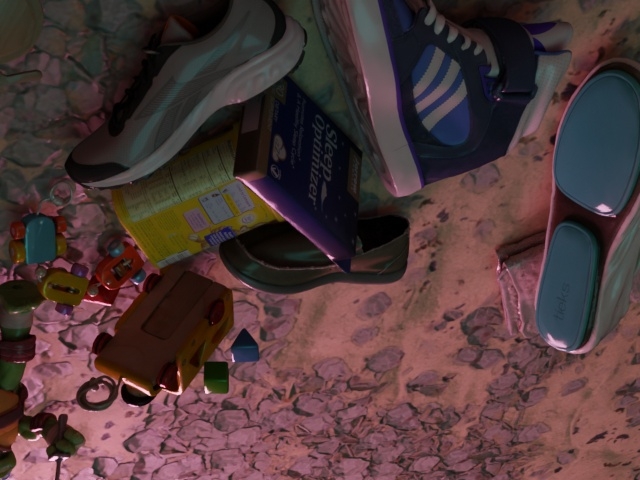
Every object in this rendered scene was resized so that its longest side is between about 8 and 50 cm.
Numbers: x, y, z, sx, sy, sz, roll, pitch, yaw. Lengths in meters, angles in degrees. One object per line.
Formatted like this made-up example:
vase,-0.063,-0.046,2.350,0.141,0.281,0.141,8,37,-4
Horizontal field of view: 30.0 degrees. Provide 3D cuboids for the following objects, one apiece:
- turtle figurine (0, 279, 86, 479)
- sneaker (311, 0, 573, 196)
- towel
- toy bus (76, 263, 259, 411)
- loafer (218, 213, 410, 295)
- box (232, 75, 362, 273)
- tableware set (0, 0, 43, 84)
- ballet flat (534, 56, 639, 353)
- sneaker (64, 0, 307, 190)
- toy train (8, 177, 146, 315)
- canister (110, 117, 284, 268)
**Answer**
turtle figurine,-0.370,0.196,1.322,0.197,0.275,0.266,8,114,13
sneaker,0.135,-0.204,1.196,0.236,0.130,0.323,-27,136,-6
towel,0.372,0.032,1.596,0.282,0.049,0.187,-22,140,1
toy bus,-0.181,0.126,1.356,0.202,0.191,0.104,-12,139,-11
loafer,0.000,0.000,1.382,0.251,0.094,0.087,-4,134,-33
box,-0.009,-0.072,1.257,0.036,0.136,0.225,-13,146,28
tableware set,-0.345,-0.194,1.059,0.194,0.039,0.128,-10,127,-21
ballet flat,0.348,-0.046,1.437,0.139,0.139,0.400,-6,124,-17
sneaker,-0.147,-0.152,1.155,0.271,0.100,0.108,-36,123,12
toy train,-0.270,0.008,1.306,0.125,0.046,0.166,-47,130,-13
canister,-0.125,-0.047,1.283,0.169,0.073,0.126,-23,140,4
